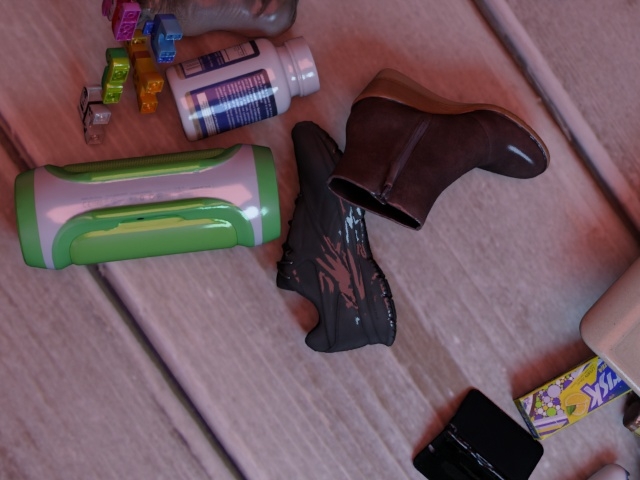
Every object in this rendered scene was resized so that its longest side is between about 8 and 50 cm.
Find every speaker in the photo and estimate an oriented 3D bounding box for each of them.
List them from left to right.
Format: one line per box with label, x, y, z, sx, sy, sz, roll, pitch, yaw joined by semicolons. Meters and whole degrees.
speaker;-0.199;-0.040;1.650;0.296;0.131;0.131;-7;90;-6

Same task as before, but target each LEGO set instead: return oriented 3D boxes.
LEGO set;-0.222;-0.220;1.637;0.087;0.227;0.093;-6;57;-27

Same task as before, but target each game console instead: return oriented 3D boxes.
game console;0.194;0.266;1.742;0.122;0.071;0.107;41;116;-3

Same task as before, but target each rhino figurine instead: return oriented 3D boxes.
rhino figurine;-0.140;-0.295;1.686;0.243;0.073;0.106;1;87;-4

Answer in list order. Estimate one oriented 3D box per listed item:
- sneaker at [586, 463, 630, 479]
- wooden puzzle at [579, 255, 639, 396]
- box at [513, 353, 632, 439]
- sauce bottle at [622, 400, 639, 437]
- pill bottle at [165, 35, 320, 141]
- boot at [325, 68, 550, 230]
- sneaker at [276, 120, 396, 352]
sneaker;0.281;0.354;1.713;0.237;0.085;0.086;-45;98;-5
wooden puzzle;0.523;0.110;1.654;0.348;0.080;0.322;44;88;0
box;0.324;0.179;1.731;0.169;0.054;0.059;-28;84;-5
sauce bottle;0.434;0.245;1.750;0.128;0.042;0.042;33;87;-14
pill bottle;-0.091;-0.184;1.678;0.169;0.094;0.094;-18;91;-5
boot;0.139;-0.081;1.651;0.248;0.090;0.207;24;50;-4
sneaker;0.000;0.000;1.685;0.130;0.109;0.286;-16;87;4
